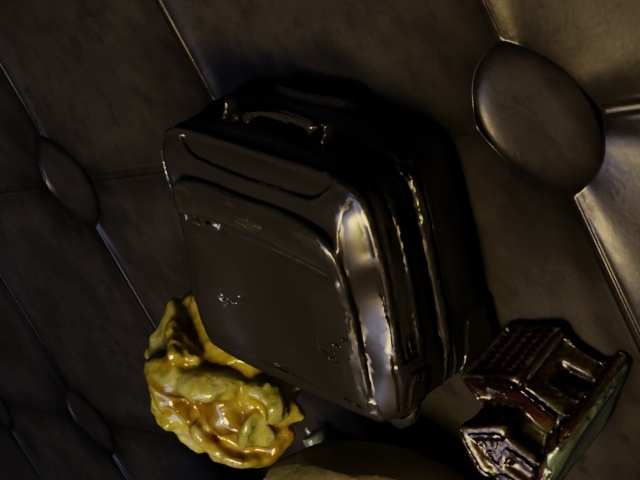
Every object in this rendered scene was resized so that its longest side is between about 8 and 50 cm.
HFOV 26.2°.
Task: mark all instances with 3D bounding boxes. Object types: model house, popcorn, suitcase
[{"bbox_3d":[0.205,0.162,1.378,0.152,0.165,0.106,34,163,29],"label":"model house"},{"bbox_3d":[-0.118,0.167,1.725,0.212,0.259,0.259,19,147,-3],"label":"popcorn"},{"bbox_3d":[0.000,0.000,1.463,0.345,0.188,0.339,21,133,45],"label":"suitcase"}]

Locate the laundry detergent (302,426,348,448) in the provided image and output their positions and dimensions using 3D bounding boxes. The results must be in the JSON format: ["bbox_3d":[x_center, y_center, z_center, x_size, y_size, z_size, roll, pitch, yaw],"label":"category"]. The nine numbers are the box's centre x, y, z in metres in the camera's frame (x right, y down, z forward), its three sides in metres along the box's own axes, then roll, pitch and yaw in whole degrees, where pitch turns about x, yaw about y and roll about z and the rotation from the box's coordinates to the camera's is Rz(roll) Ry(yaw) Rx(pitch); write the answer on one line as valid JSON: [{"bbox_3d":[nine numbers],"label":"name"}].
[{"bbox_3d":[0.043,0.337,1.872,0.206,0.061,0.097,56,158,-5],"label":"laundry detergent"}]

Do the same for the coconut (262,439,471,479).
[{"bbox_3d":[0.065,0.396,1.651,0.353,0.353,0.352,35,146,28],"label":"coconut"}]
